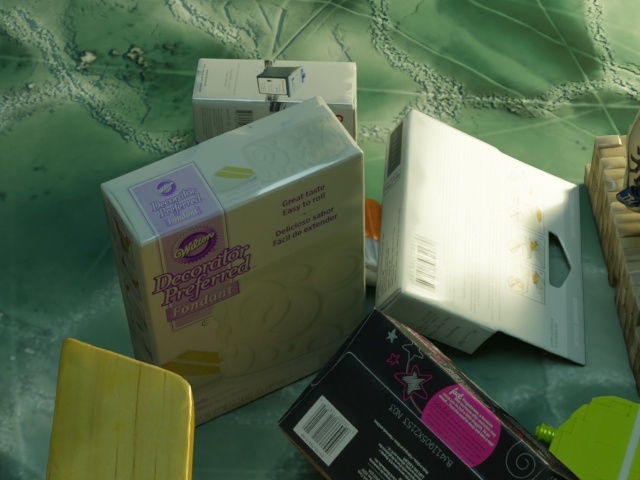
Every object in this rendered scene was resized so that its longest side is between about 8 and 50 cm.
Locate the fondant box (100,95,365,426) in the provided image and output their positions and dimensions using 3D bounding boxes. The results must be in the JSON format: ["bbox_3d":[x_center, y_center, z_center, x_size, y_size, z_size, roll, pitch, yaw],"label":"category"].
[{"bbox_3d":[-0.079,0.033,1.632,0.238,0.330,0.096,-24,53,-16],"label":"fondant box"}]

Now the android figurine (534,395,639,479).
[{"bbox_3d":[0.339,0.254,1.610,0.272,0.056,0.248,14,52,13],"label":"android figurine"}]

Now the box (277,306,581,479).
[{"bbox_3d":[0.110,0.214,1.566,0.163,0.142,0.247,-50,58,4],"label":"box"}]

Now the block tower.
[{"bbox_3d":[0.371,0.021,1.782,0.090,0.097,0.336,-4,49,-3],"label":"block tower"}]

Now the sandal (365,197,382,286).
[{"bbox_3d":[0.002,-0.007,1.825,0.265,0.076,0.102,21,43,1],"label":"sandal"}]

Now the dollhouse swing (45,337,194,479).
[{"bbox_3d":[-0.066,0.291,1.402,0.304,0.347,0.315,-2,50,2],"label":"dollhouse swing"}]

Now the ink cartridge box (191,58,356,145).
[{"bbox_3d":[-0.051,-0.139,1.900,0.190,0.140,0.082,1,48,2],"label":"ink cartridge box"}]

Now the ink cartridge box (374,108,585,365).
[{"bbox_3d":[0.183,0.006,1.809,0.238,0.060,0.275,23,47,-20],"label":"ink cartridge box"}]

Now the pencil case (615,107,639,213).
[{"bbox_3d":[0.522,-0.028,1.696,0.410,0.160,0.183,25,11,-3],"label":"pencil case"}]
